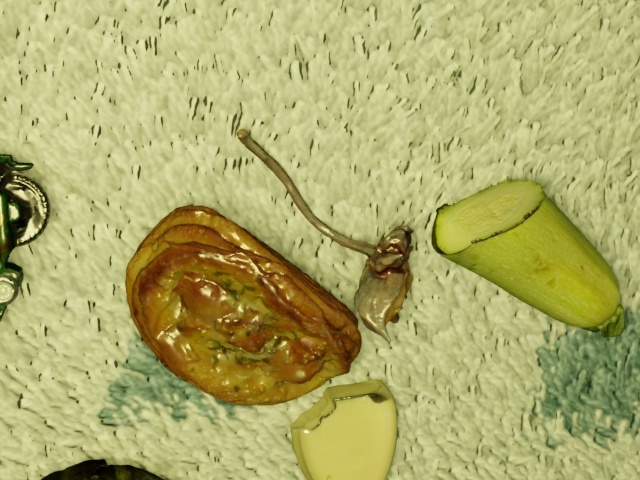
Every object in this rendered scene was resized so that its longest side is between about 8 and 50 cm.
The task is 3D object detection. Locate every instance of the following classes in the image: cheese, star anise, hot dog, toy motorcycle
[{"bbox_3d":[0.033,0.293,1.437,0.127,0.050,0.255,-7,106,-10],"label":"cheese"},{"bbox_3d":[0.000,0.000,1.335,0.227,0.148,0.218,20,136,10],"label":"star anise"},{"bbox_3d":[-0.080,0.084,1.316,0.272,0.122,0.196,40,120,-19],"label":"hot dog"},{"bbox_3d":[-0.400,0.023,1.239,0.187,0.125,0.274,26,93,-13],"label":"toy motorcycle"}]

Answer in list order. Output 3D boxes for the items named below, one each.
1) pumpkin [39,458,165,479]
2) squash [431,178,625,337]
[{"bbox_3d":[-0.240,0.405,1.336,0.321,0.192,0.320,-3,107,-9],"label":"pumpkin"},{"bbox_3d":[0.278,0.027,1.383,0.287,0.137,0.137,31,97,-21],"label":"squash"}]
